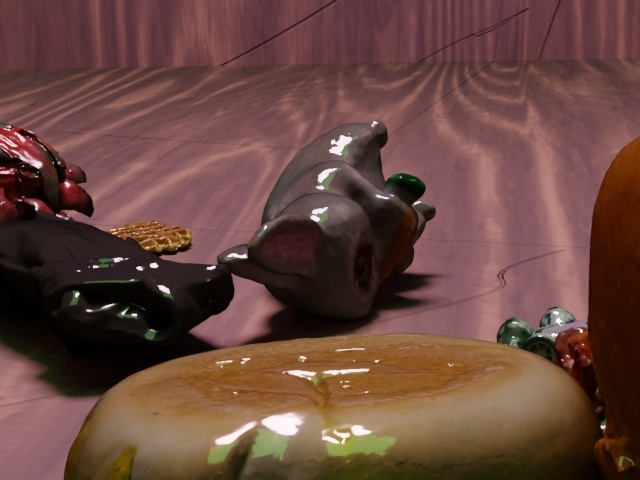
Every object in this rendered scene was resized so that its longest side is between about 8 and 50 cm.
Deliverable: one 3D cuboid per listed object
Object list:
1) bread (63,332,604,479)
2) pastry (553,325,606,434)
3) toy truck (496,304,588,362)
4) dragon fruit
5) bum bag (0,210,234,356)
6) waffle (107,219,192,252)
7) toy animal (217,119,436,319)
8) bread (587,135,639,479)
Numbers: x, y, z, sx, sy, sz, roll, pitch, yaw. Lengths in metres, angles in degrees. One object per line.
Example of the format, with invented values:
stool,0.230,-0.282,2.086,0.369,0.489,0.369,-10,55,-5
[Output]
bread,0.005,0.098,0.569,0.213,0.105,0.213,-5,11,1
pastry,0.208,0.083,0.624,0.208,0.097,0.115,1,-4,7
toy truck,0.163,0.074,0.775,0.175,0.081,0.067,-17,6,21
dragon fruit,-0.285,-0.045,1.263,0.142,0.130,0.121,0,-21,13
bum bag,-0.166,0.030,0.981,0.142,0.080,0.326,0,7,-28
waffle,-0.153,-0.002,1.250,0.085,0.016,0.078,5,18,31
toy animal,0.000,0.003,1.021,0.125,0.127,0.251,29,26,8
bread,0.180,0.068,0.426,0.156,0.204,0.288,-16,29,-4
